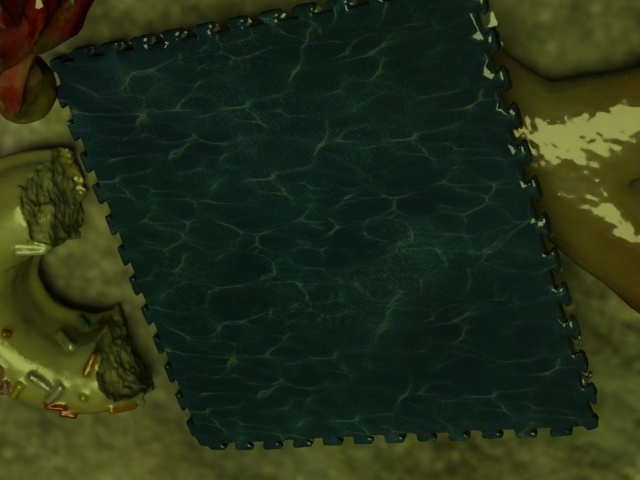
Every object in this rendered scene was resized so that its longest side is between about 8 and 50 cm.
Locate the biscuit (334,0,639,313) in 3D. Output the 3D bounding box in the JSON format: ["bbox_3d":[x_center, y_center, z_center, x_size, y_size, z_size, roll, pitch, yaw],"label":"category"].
[{"bbox_3d":[0.113,-0.048,0.840,0.207,0.047,0.164,13,117,2],"label":"biscuit"}]

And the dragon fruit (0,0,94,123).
[{"bbox_3d":[-0.244,-0.153,0.738,0.291,0.250,0.269,27,123,-23],"label":"dragon fruit"}]

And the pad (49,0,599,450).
[{"bbox_3d":[0.000,0.000,0.855,0.269,0.012,0.269,-8,114,29],"label":"pad"}]

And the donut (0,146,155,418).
[{"bbox_3d":[-0.171,0.035,0.903,0.108,0.065,0.166,-13,112,13],"label":"donut"}]
